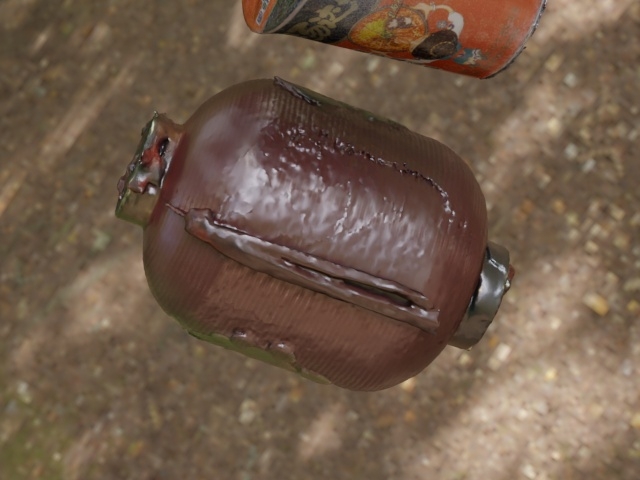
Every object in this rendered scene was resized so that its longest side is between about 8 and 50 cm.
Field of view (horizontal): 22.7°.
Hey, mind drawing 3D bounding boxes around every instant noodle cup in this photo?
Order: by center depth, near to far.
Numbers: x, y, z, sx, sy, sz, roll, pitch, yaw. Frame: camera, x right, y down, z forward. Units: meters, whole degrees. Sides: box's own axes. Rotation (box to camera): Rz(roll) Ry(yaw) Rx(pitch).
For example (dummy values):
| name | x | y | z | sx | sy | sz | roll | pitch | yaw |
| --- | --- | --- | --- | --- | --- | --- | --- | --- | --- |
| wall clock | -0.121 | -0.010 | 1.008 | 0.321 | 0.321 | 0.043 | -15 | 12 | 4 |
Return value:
| name | x | y | z | sx | sy | sz | roll | pitch | yaw |
| --- | --- | --- | --- | --- | --- | --- | --- | --- | --- |
| instant noodle cup | 0.044 | -0.147 | 0.851 | 0.127 | 0.136 | 0.127 | -44 | 37 | 46 |

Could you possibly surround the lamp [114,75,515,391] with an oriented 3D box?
| name | x | y | z | sx | sy | sz | roll | pitch | yaw |
| --- | --- | --- | --- | --- | --- | --- | --- | --- | --- |
| lamp | 0.000 | 0.000 | 0.990 | 0.180 | 0.258 | 0.180 | -159 | 90 | -81 |
